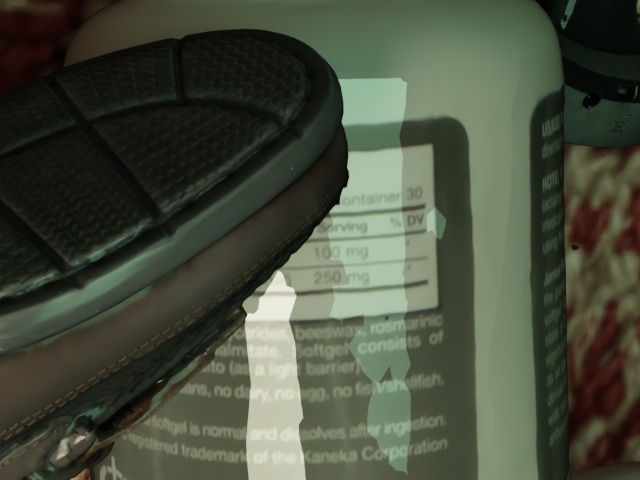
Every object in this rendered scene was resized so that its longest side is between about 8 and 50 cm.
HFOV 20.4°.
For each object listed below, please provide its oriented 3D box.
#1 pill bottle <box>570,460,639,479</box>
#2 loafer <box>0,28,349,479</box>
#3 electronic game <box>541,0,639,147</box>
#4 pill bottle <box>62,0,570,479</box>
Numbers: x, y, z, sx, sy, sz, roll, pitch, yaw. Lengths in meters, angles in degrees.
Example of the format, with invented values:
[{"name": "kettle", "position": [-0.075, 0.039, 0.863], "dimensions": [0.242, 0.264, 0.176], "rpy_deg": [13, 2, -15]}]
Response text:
[{"name": "pill bottle", "position": [0.189, 0.300, 0.753], "dimensions": [0.224, 0.224, 0.392], "rpy_deg": [-44, 115, -12]}, {"name": "loafer", "position": [-0.120, 0.046, 0.497], "dimensions": [0.302, 0.109, 0.095], "rpy_deg": [-31, 131, -13]}, {"name": "electronic game", "position": [0.127, -0.152, 0.736], "dimensions": [0.229, 0.048, 0.229], "rpy_deg": [-5, 102, -26]}, {"name": "pill bottle", "position": [0.000, 0.000, 0.633], "dimensions": [0.176, 0.176, 0.318], "rpy_deg": [-8, 103, -24]}]
